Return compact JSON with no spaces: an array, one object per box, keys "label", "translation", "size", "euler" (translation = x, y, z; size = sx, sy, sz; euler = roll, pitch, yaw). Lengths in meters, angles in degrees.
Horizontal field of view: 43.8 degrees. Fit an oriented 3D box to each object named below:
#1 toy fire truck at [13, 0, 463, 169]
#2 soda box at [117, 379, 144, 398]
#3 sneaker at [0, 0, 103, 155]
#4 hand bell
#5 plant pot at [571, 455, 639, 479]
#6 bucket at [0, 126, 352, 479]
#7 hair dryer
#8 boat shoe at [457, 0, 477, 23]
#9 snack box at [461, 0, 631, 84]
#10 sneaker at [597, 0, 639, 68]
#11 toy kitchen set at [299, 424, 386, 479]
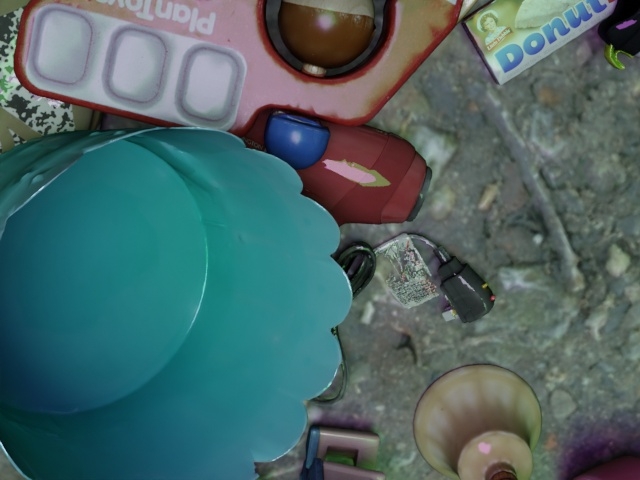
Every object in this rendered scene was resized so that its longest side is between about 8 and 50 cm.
[{"label":"toy fire truck","translation":[-0.049,-0.191,0.582],"size":[0.302,0.169,0.254],"euler":[14,103,-8]},{"label":"soda box","translation":[-0.231,0.115,0.722],"size":[0.181,0.058,0.061],"euler":[32,103,-9]},{"label":"sneaker","translation":[-0.311,-0.016,0.614],"size":[0.158,0.182,0.410],"euler":[35,93,-12]},{"label":"hand bell","translation":[0.155,0.208,0.659],"size":[0.126,0.242,0.126],"euler":[0,104,-1]},{"label":"plant pot","translation":[0.353,0.275,0.716],"size":[0.180,0.201,0.201],"euler":[-19,105,-12]},{"label":"bucket","translation":[-0.138,0.046,0.581],"size":[0.281,0.183,0.281],"euler":[-9,105,-37]},{"label":"hair dryer","translation":[0.000,0.000,0.685],"size":[0.223,0.080,0.294],"euler":[-29,102,8]},{"label":"boat shoe","translation":[0.128,-0.255,0.633],"size":[0.059,0.063,0.170],"euler":[28,93,-5]},{"label":"snack box","translation":[0.209,-0.206,0.664],"size":[0.178,0.022,0.064],"euler":[-33,105,7]},{"label":"sneaker","translation":[0.263,-0.247,0.599],"size":[0.097,0.084,0.235],"euler":[3,105,-3]},{"label":"toy kitchen set","translation":[-0.018,0.284,0.714],"size":[0.122,0.166,0.207],"euler":[7,104,-3]}]
